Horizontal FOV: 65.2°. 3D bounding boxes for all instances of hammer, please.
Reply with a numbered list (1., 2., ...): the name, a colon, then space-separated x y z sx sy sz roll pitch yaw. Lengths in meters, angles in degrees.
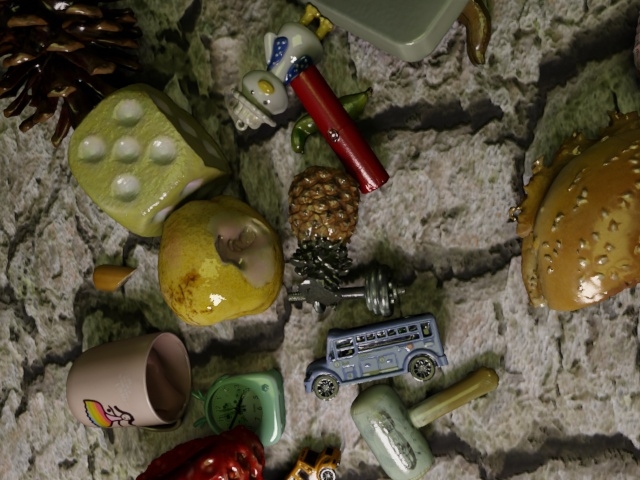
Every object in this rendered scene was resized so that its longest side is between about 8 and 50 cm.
1. hammer: 0.229 0.346 1.034 0.305 0.113 0.202 -33 89 3

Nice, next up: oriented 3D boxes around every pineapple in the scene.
1. pineapple: 0.000 0.000 1.008 0.157 0.158 0.279 3 76 8

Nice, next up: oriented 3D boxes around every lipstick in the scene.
1. lipstick: 0.041 -0.221 1.022 0.073 0.073 0.280 -34 104 8

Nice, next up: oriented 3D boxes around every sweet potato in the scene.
1. sweet potato: 0.289 -0.470 1.023 0.081 0.062 0.233 -34 89 27

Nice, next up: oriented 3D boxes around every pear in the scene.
1. pear: -0.202 0.041 1.014 0.271 0.271 0.271 0 91 9

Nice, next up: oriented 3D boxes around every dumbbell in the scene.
1. dumbbell: 0.052 0.113 1.056 0.254 0.110 0.110 -6 91 15

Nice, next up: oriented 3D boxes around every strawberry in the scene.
1. strawberry: -0.226 0.524 0.982 0.345 0.317 0.295 -48 55 18

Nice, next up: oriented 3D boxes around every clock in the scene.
1. clock: -0.185 0.368 1.111 0.210 0.066 0.160 -2 91 9

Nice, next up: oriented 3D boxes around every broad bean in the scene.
1. broad bean: 0.022 -0.264 1.072 0.213 0.048 0.070 -33 87 9

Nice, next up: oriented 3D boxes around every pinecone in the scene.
1. pinecone: -0.542 -0.370 1.026 0.384 0.384 0.385 0 91 9

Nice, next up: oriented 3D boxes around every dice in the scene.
1. dice: -0.345 -0.158 1.035 0.227 0.238 0.233 -42 85 7

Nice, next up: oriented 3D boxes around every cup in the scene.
1. cup: -0.406 0.332 1.100 0.200 0.192 0.253 -11 122 12

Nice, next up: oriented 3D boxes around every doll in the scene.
1. doll: -0.087 -0.352 1.052 0.138 0.119 0.293 37 97 -17

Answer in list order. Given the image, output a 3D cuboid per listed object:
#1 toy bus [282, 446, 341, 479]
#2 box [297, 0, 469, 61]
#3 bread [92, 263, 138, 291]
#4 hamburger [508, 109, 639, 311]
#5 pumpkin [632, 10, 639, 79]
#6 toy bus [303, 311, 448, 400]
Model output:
1. toy bus: -0.036 0.524 1.083 0.088 0.083 0.195 36 97 7
2. box: 0.155 -0.579 0.987 0.373 0.090 0.367 39 96 25
3. bread: -0.474 0.089 1.156 0.103 0.049 0.062 6 92 10
4. hamburger: 0.529 -0.075 0.900 0.445 0.268 0.287 -36 82 9
5. pumpkin: 0.711 -0.373 0.895 0.260 0.189 0.261 0 92 7
6. toy bus: 0.104 0.234 1.034 0.292 0.125 0.133 -13 84 7
